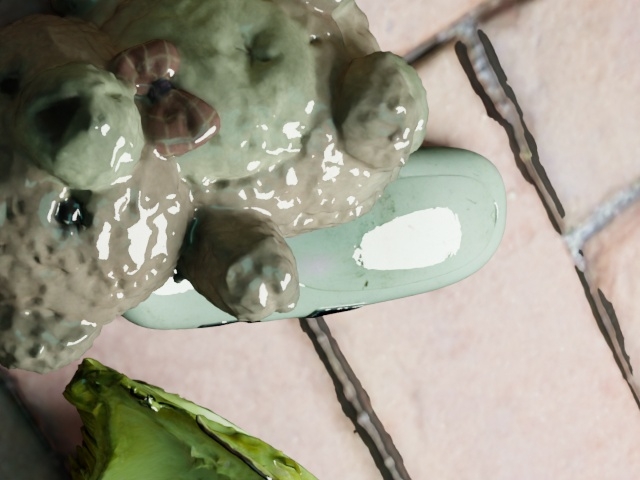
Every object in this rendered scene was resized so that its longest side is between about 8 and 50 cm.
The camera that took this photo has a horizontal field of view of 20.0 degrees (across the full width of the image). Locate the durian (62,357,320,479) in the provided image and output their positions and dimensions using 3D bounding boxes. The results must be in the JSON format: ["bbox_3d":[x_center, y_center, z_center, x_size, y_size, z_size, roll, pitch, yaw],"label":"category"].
[{"bbox_3d":[-0.022,0.216,0.999,0.163,0.198,0.394,-39,113,-12],"label":"durian"}]

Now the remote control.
[{"bbox_3d":[-0.001,0.000,1.039,0.256,0.045,0.097,-11,106,-21],"label":"remote control"}]

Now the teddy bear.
[{"bbox_3d":[-0.083,-0.059,0.926,0.267,0.151,0.236,-17,74,-26],"label":"teddy bear"}]
